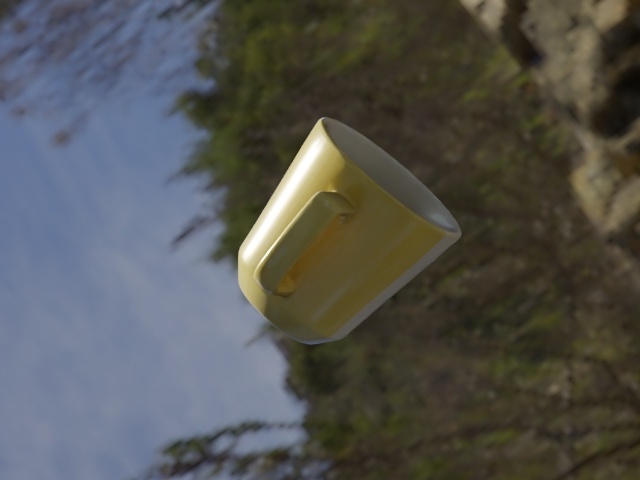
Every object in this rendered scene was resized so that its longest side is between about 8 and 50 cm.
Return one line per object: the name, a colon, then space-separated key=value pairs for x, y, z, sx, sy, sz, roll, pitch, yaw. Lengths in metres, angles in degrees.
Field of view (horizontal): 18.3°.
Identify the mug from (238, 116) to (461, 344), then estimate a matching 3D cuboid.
mug: x=0.000 y=-0.001 z=0.680 sx=0.078 sy=0.064 sz=0.062 roll=27 pitch=-161 yaw=-45
